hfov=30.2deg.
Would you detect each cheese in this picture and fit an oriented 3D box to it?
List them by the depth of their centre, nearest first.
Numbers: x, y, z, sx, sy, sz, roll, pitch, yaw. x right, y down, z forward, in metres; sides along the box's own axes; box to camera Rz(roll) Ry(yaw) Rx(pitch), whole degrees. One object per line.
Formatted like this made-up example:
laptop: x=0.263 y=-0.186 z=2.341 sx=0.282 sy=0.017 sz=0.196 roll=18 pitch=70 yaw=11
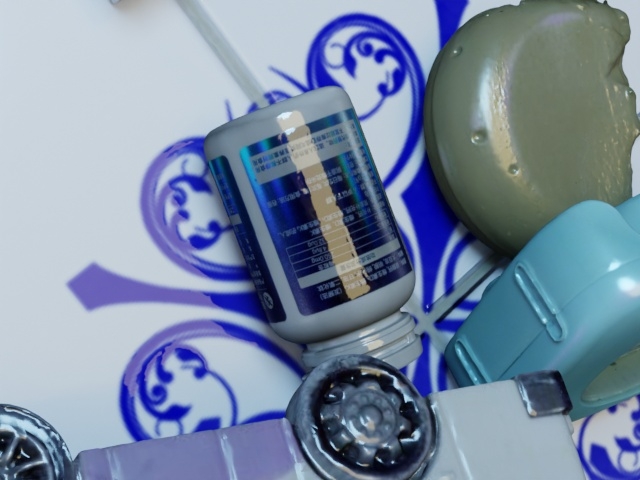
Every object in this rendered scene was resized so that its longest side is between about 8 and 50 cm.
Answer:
cheese: x=0.162 y=-0.074 z=0.887 sx=0.175 sy=0.091 sz=0.202 roll=-8 pitch=90 yaw=-23

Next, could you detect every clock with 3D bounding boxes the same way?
clock: x=0.237 y=0.037 z=0.849 sx=0.274 sy=0.223 sz=0.094 roll=-15 pitch=64 yaw=-30

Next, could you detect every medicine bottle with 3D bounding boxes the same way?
medicine bottle: x=0.000 y=0.000 z=0.803 sx=0.107 sy=0.107 sz=0.191 roll=-22 pitch=95 yaw=-22

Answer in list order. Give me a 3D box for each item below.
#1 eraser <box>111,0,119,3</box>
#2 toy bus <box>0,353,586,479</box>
eraser: x=-0.185 y=-0.304 z=0.767 sx=0.076 sy=0.078 sz=0.298 roll=-39 pitch=100 yaw=-20
toy bus: x=-0.051 y=0.225 z=0.667 sx=0.440 sy=0.209 sz=0.249 roll=-6 pitch=63 yaw=-24
